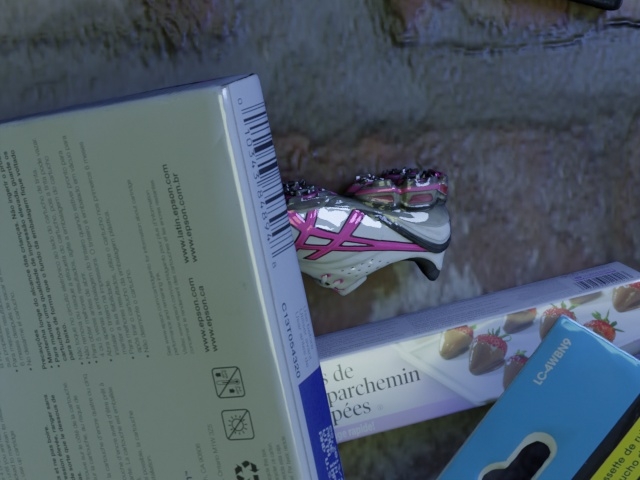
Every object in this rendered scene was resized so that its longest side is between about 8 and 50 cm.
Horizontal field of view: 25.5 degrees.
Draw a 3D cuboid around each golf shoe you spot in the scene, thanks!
[{"bbox_3d":[0.000,0.000,0.964,0.186,0.067,0.086,-5,101,-8],"label":"golf shoe"}]

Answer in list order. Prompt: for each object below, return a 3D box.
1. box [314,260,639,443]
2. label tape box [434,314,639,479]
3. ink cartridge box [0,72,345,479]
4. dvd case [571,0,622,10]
[{"bbox_3d":[0.075,0.086,0.992,0.324,0.067,0.063,-14,101,-7],"label":"box"},{"bbox_3d":[0.234,0.201,0.980,0.348,0.115,0.249,29,111,-10],"label":"label tape box"},{"bbox_3d":[-0.163,0.077,0.926,0.330,0.071,0.324,-7,102,23],"label":"ink cartridge box"},{"bbox_3d":[0.152,-0.300,0.963,0.180,0.022,0.253,12,97,-11],"label":"dvd case"}]
